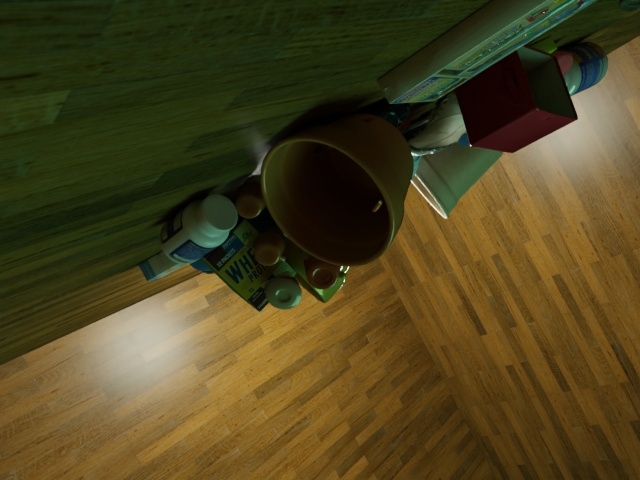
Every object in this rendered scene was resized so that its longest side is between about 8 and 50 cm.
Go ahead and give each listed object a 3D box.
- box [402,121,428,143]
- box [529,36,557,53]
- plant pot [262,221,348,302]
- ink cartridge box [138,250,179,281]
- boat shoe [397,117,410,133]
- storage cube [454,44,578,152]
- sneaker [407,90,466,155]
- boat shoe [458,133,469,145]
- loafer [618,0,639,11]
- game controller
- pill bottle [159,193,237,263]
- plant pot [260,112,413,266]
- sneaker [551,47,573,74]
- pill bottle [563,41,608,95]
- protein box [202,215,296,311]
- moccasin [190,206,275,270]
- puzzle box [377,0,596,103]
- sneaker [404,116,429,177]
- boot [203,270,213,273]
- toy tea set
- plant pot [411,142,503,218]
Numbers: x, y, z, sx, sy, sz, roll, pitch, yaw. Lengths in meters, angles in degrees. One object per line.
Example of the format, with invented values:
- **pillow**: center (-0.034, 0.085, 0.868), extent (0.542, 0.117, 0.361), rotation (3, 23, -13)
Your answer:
- **box**: center (0.158, -0.230, 1.636), extent (0.296, 0.073, 0.293), rotation (-33, -172, -38)
- **box**: center (0.525, -0.471, 1.511), extent (0.178, 0.042, 0.109), rotation (-28, 178, -18)
- **plant pot**: center (0.000, 0.000, 1.548), extent (0.239, 0.254, 0.254), rotation (-47, -178, -10)
- **ink cartridge box**: center (-0.447, 0.054, 1.740), extent (0.181, 0.061, 0.104), rotation (-28, 179, 12)
- **boat shoe**: center (0.173, -0.287, 1.480), extent (0.137, 0.049, 0.043), rotation (-23, 177, 1)
- **storage cube**: center (0.477, -0.342, 1.403), extent (0.215, 0.183, 0.193), rotation (0, 161, -39)
- **sneaker**: center (0.336, -0.321, 1.520), extent (0.297, 0.129, 0.111), rotation (-33, -169, -24)
- **boat shoe**: center (0.434, -0.386, 1.777), extent (0.109, 0.088, 0.258), rotation (-14, 158, 7)
- **loafer**: center (0.829, -0.629, 1.464), extent (0.148, 0.050, 0.056), rotation (-11, 171, -14)
- **game controller**: center (0.080, -0.243, 1.336), extent (0.167, 0.067, 0.319), rotation (-11, 172, -23)
- **pill bottle**: center (-0.264, -0.027, 1.242), extent (0.112, 0.111, 0.187), rotation (-26, 179, -45)
- **plant pot**: center (0.057, -0.121, 1.134), extent (0.291, 0.291, 0.203), rotation (-29, -166, 49)
- **sneaker**: center (0.599, -0.433, 1.620), extent (0.314, 0.136, 0.115), rotation (-27, 138, -3)
- **pill bottle**: center (0.794, -0.542, 1.840), extent (0.272, 0.152, 0.152), rotation (-27, 178, -33)
- **protein box**: center (-0.205, 0.045, 1.437), extent (0.136, 0.199, 0.201), rotation (-47, -154, -11)
- **moccasin**: center (-0.225, -0.024, 1.622), extent (0.342, 0.137, 0.117), rotation (-29, -157, -13)
- **puzzle box**: center (0.325, -0.375, 1.019), extent (0.409, 0.052, 0.272), rotation (-28, 178, 32)
- **sneaker**: center (0.287, -0.277, 1.838), extent (0.135, 0.150, 0.366), rotation (-28, 179, -27)
- **boot**: center (-0.148, -0.042, 1.878), extent (0.445, 0.146, 0.367), rotation (-27, -177, 20)
- **toy tea set**: center (-0.073, -0.008, 1.334), extent (0.200, 0.335, 0.124), rotation (-16, -157, 10)
- **plant pot**: center (0.478, -0.301, 2.086), extent (0.305, 0.333, 0.334), rotation (-39, 177, 6)
